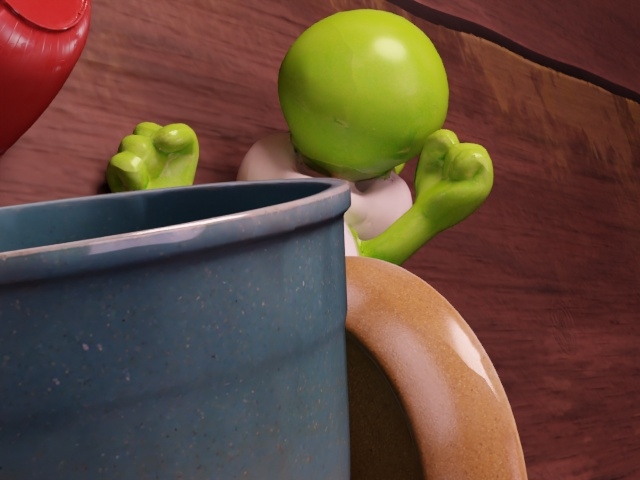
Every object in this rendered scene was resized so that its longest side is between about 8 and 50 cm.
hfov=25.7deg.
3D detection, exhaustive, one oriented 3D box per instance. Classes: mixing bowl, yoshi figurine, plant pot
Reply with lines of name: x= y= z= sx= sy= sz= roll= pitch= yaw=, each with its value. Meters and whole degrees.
mixing bowl: x=-0.181 y=-0.127 z=0.706 sx=0.181 sy=0.098 sz=0.181 roll=39 pitch=41 yaw=-45
yoshi figurine: x=-0.005 y=-0.023 z=0.853 sx=0.203 sy=0.203 sz=0.362 roll=50 pitch=31 yaw=-20
plant pot: x=-0.107 y=0.119 z=0.524 sx=0.271 sy=0.271 sz=0.255 roll=-18 pitch=101 yaw=-62
plant pot: x=-0.007 y=0.123 z=0.611 sx=0.032 sy=0.236 sz=0.236 roll=7 pitch=64 yaw=-39
